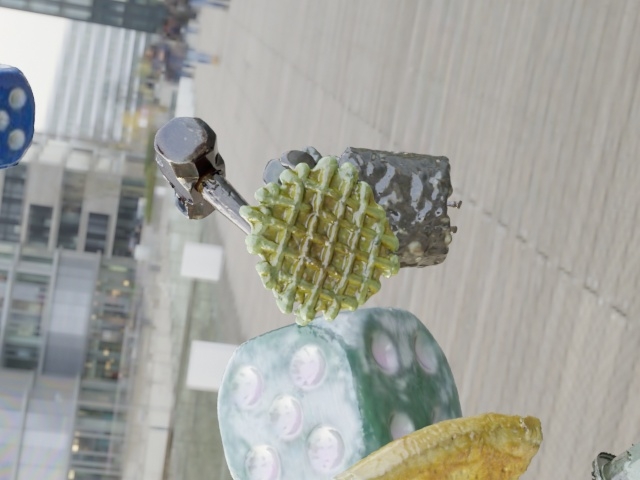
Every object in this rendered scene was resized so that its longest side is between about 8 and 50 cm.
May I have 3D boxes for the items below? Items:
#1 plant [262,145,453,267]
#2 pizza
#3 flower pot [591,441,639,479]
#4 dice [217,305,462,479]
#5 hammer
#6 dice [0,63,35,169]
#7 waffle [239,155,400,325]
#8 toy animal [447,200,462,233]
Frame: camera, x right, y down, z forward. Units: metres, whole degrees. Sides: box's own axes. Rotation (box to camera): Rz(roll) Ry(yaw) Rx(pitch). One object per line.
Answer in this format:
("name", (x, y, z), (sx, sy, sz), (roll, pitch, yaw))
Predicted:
("plant", (0.054, -0.047, 1.583), (0.188, 0.276, 0.198), (25, -114, -82))
("pizza", (0.129, 0.346, 1.360), (0.075, 0.280, 0.287), (46, 132, 50))
("flower pot", (0.655, 0.411, 1.886), (0.259, 0.290, 0.290), (-48, 22, 17))
("dice", (0.041, 0.322, 1.962), (0.331, 0.328, 0.348), (-24, 72, 33))
("hammer", (-0.108, -0.027, 1.812), (0.095, 0.409, 0.242), (-44, -16, -16))
("dice", (-0.511, -0.184, 1.582), (0.143, 0.147, 0.146), (-17, -64, -55))
("waffle", (0.000, 0.000, 1.257), (0.183, 0.169, 0.036), (61, 166, -6))
("toy animal", (0.185, -0.071, 2.083), (0.186, 0.214, 0.093), (17, 104, 45))
